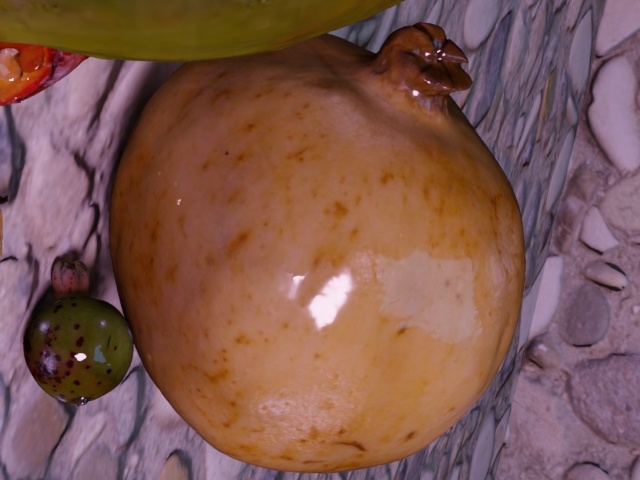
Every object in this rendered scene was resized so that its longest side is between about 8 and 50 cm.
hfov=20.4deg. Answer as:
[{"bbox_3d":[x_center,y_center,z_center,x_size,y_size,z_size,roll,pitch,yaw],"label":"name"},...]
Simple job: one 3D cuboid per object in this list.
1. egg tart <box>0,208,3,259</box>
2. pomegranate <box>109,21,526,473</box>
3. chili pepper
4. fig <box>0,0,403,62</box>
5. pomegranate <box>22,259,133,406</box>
[{"bbox_3d":[-0.207,0.018,0.902,0.130,0.052,0.130,19,90,-73],"label":"egg tart"},{"bbox_3d":[-0.007,0.010,1.152,0.307,0.307,0.307,17,90,-73],"label":"pomegranate"},{"bbox_3d":[-0.124,-0.145,0.951,0.192,0.086,0.084,-50,127,-44],"label":"chili pepper"},{"bbox_3d":[-0.057,-0.212,0.802,0.316,0.316,0.316,17,90,-73],"label":"fig"},{"bbox_3d":[-0.151,0.057,1.093,0.073,0.073,0.085,-41,118,-60],"label":"pomegranate"}]
